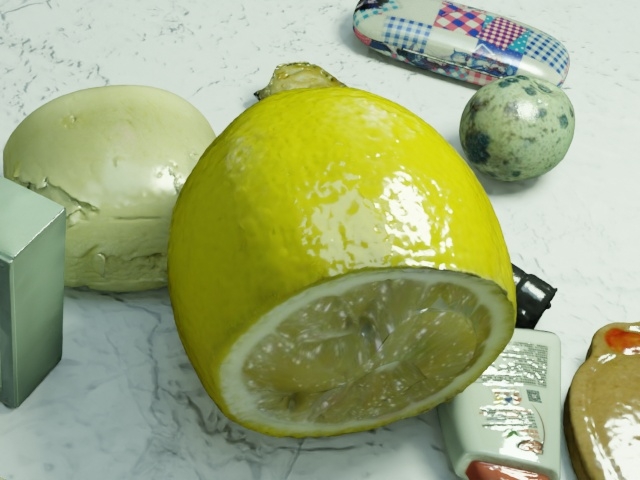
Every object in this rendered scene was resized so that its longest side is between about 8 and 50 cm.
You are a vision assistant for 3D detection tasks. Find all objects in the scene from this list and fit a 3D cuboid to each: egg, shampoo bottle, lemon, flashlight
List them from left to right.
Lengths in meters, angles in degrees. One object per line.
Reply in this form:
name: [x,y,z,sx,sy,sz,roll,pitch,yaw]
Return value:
lemon: [0.007,0.002,1.195,0.364,0.364,0.364,7,44,-7]
flashlight: [0.171,0.023,1.402,0.232,0.093,0.093,31,46,14]
shampoo bottle: [0.202,0.214,1.230,0.153,0.071,0.284,7,46,-11]
egg: [0.267,-0.151,1.563,0.181,0.141,0.141,-19,52,-41]

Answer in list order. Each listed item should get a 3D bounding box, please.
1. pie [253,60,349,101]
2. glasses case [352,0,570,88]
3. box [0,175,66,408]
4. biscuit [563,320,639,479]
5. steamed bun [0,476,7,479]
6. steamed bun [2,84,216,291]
pie: [0.029,-0.136,1.544,0.128,0.068,0.282,-25,60,-32]
glasses case: [0.207,-0.294,1.739,0.327,0.076,0.125,17,45,4]
box: [-0.329,0.045,1.155,0.129,0.225,0.086,25,46,12]
biscuit: [0.452,0.219,1.294,0.381,0.074,0.359,-3,48,-12]
steamed bun: [-0.325,0.312,0.954,0.295,0.137,0.292,-15,54,-29]
steamed bun: [-0.217,-0.065,1.337,0.273,0.166,0.232,-3,45,-17]
